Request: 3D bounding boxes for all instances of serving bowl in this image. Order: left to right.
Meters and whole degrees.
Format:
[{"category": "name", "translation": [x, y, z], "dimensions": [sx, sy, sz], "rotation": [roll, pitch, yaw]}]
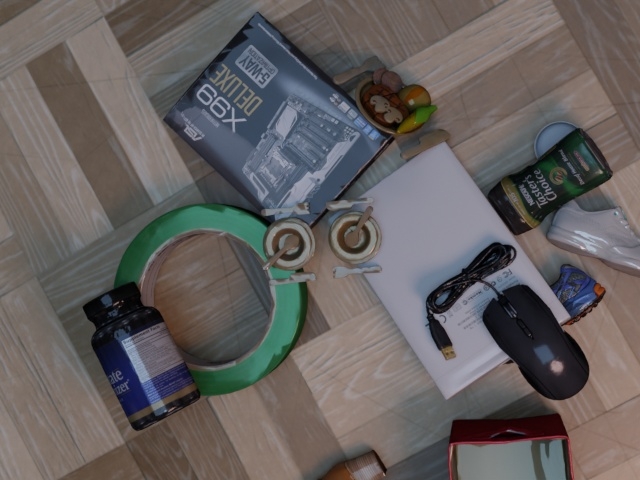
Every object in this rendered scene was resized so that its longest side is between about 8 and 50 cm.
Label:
[{"category": "serving bowl", "translation": [0.388, -0.153, 1.706], "dimensions": [0.083, 0.027, 0.083], "rotation": [4, 107, 14]}]

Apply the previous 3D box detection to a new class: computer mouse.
[{"category": "computer mouse", "translation": [0.272, 0.144, 1.600], "dimensions": [0.184, 0.060, 0.262], "rotation": [-33, 73, 7]}]

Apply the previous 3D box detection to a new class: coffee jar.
[{"category": "coffee jar", "translation": [0.360, -0.090, 1.673], "dimensions": [0.184, 0.079, 0.096], "rotation": [-36, 89, 22]}]

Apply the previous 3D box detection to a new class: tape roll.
[{"category": "tape roll", "translation": [-0.184, 0.098, 1.781], "dimensions": [0.321, 0.077, 0.321], "rotation": [0, 91, 8]}]

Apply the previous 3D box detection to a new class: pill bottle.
[{"category": "pill bottle", "translation": [-0.292, 0.183, 1.699], "dimensions": [0.123, 0.123, 0.219], "rotation": [-28, 86, 8]}]

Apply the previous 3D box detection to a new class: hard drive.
[{"category": "hard drive", "translation": [0.201, 0.044, 1.695], "dimensions": [0.233, 0.047, 0.353], "rotation": [-35, 73, 8]}]

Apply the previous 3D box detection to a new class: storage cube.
[{"category": "storage cube", "translation": [0.299, 0.385, 1.653], "dimensions": [0.184, 0.193, 0.215], "rotation": [-6, 91, 9]}]

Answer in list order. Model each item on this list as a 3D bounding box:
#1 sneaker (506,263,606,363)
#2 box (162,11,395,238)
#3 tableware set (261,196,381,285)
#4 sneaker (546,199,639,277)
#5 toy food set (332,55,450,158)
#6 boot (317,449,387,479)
[{"category": "sneaker", "translation": [0.350, 0.123, 1.706], "dimensions": [0.221, 0.083, 0.087], "rotation": [-38, 70, 5]}, {"category": "box", "translation": [-0.069, -0.185, 1.756], "dimensions": [0.307, 0.076, 0.242], "rotation": [44, 97, 5]}, {"category": "tableware set", "translation": [0.000, 0.000, 1.692], "dimensions": [0.194, 0.039, 0.128], "rotation": [-7, 90, 8]}, {"category": "sneaker", "translation": [0.474, -0.005, 1.681], "dimensions": [0.212, 0.080, 0.094], "rotation": [23, 83, 9]}, {"category": "toy food set", "translation": [0.118, -0.224, 1.695], "dimensions": [0.192, 0.132, 0.038], "rotation": [49, 141, 15]}, {"category": "boot", "translation": [0.069, 0.464, 1.754], "dimensions": [0.152, 0.073, 0.197], "rotation": [-31, 74, 7]}]
